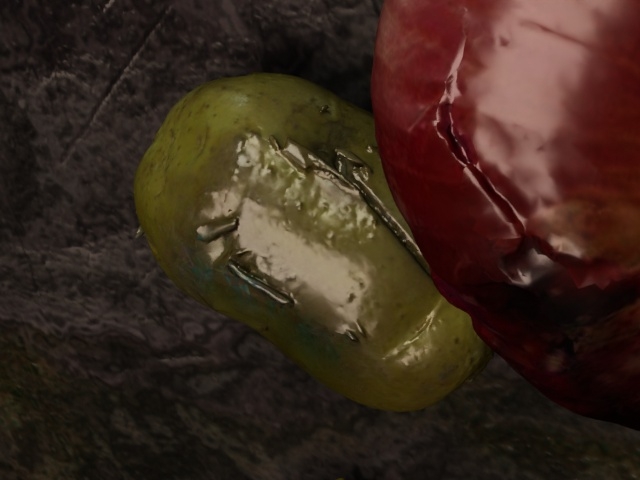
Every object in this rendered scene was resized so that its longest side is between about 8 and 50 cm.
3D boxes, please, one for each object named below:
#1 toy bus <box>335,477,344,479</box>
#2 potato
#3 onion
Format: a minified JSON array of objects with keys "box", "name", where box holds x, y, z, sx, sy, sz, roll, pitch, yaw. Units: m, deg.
[{"box":[-0.040,0.262,1.223,0.226,0.074,0.081,-42,76,35],"name":"toy bus"},{"box":[0.000,0.000,1.005,0.248,0.143,0.169,40,145,9],"name":"potato"},{"box":[0.191,-0.087,0.752,0.347,0.285,0.348,-3,120,-5],"name":"onion"}]
